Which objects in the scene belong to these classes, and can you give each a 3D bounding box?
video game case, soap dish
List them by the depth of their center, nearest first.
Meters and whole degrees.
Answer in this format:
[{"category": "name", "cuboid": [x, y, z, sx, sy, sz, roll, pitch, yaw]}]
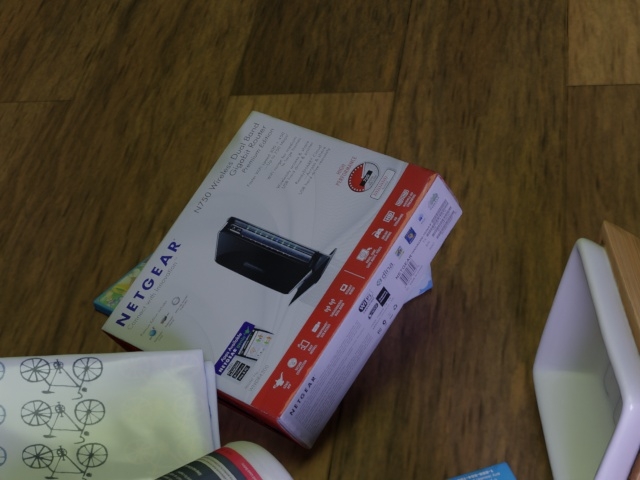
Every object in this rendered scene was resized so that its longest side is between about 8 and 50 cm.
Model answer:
[{"category": "soap dish", "cuboid": [0.314, 0.156, 1.596, 0.118, 0.229, 0.291, 6, 37, -9]}, {"category": "video game case", "cuboid": [-0.187, 0.075, 1.957, 0.166, 0.015, 0.119, 21, 46, 33]}]

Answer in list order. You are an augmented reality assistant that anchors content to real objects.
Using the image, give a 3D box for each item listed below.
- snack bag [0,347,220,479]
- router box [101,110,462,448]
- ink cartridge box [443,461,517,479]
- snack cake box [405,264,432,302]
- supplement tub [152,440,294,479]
[{"category": "snack bag", "cuboid": [-0.254, 0.262, 1.581, 0.323, 0.037, 0.342, 0, 53, -11]}, {"category": "router box", "cuboid": [-0.048, 0.036, 1.805, 0.301, 0.082, 0.335, 21, 71, 38]}, {"category": "ink cartridge box", "cuboid": [0.138, 0.355, 1.401, 0.171, 0.168, 0.232, -15, 38, -10]}, {"category": "snack cake box", "cuboid": [0.000, 0.000, 1.958, 0.152, 0.089, 0.264, -29, 42, -21]}, {"category": "supplement tub", "cuboid": [-0.142, 0.319, 1.427, 0.272, 0.191, 0.191, -23, 40, -22]}]
